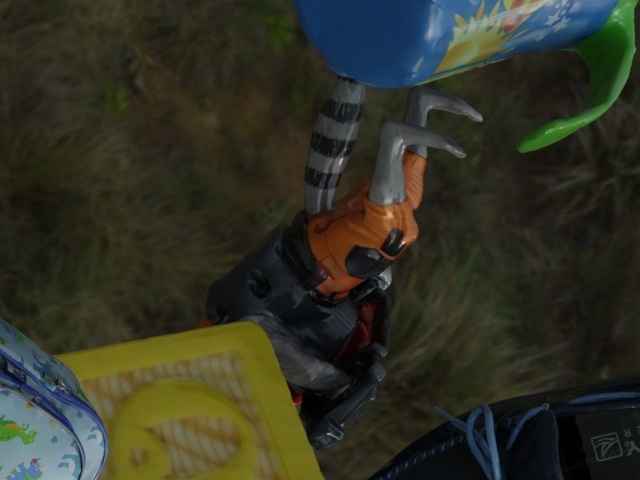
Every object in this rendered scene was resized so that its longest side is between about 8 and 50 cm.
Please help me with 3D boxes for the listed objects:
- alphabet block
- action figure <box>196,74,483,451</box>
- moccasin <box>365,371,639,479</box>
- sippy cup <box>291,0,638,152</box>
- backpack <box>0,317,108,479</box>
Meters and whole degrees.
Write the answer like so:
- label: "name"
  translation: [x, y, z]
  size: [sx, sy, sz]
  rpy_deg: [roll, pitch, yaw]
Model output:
- label: "alphabet block"
  translation: [-0.120, 0.202, 1.045]
  size: [0.192, 0.197, 0.193]
  rpy_deg: [-10, 58, -26]
- label: "action figure"
  translation: [0.000, 0.000, 1.191]
  size: [0.178, 0.330, 0.341]
  rpy_deg: [34, 18, -13]
- label: "moccasin"
  translation: [0.167, 0.154, 0.976]
  size: [0.138, 0.342, 0.117]
  rpy_deg: [66, 9, 9]
- label: "sippy cup"
  translation: [0.099, -0.225, 1.047]
  size: [0.224, 0.240, 0.305]
  rpy_deg: [-30, 53, -34]
- label: "backpack"
  translation: [-0.159, 0.099, 0.653]
  size: [0.105, 0.084, 0.114]
  rpy_deg: [-49, 133, 2]
